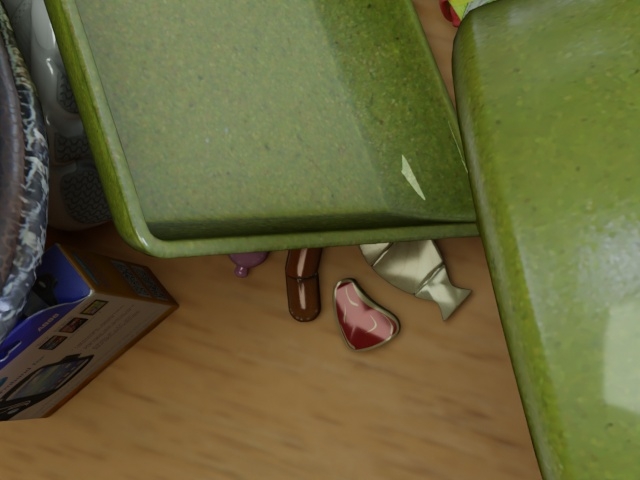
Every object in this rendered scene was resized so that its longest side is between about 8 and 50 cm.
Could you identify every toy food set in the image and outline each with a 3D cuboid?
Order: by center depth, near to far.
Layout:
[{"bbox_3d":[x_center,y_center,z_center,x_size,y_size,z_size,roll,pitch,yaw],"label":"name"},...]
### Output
[{"bbox_3d":[0.000,0.000,0.597,0.078,0.019,0.122,-39,86,4],"label":"toy food set"}]

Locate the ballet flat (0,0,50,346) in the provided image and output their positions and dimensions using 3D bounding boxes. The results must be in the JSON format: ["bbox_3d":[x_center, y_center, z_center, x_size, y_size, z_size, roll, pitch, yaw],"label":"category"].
[{"bbox_3d":[-0.237,-0.096,0.567,0.164,0.182,0.483,-32,64,-14],"label":"ballet flat"}]

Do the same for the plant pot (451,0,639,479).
[{"bbox_3d":[0.233,0.000,0.381,0.353,0.366,0.366,-15,81,11],"label":"plant pot"}]

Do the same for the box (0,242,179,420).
[{"bbox_3d":[-0.112,0.039,0.551,0.081,0.136,0.028,-40,78,3],"label":"box"}]

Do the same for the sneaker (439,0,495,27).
[{"bbox_3d":[0.089,-0.072,0.557,0.208,0.081,0.094,42,94,12],"label":"sneaker"}]

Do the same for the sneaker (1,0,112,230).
[{"bbox_3d":[-0.125,-0.142,0.607,0.115,0.105,0.281,-7,83,30],"label":"sneaker"}]

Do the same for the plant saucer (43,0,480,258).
[{"bbox_3d":[-0.034,-0.075,0.532,0.045,0.188,0.188,-32,70,41],"label":"plant saucer"}]
